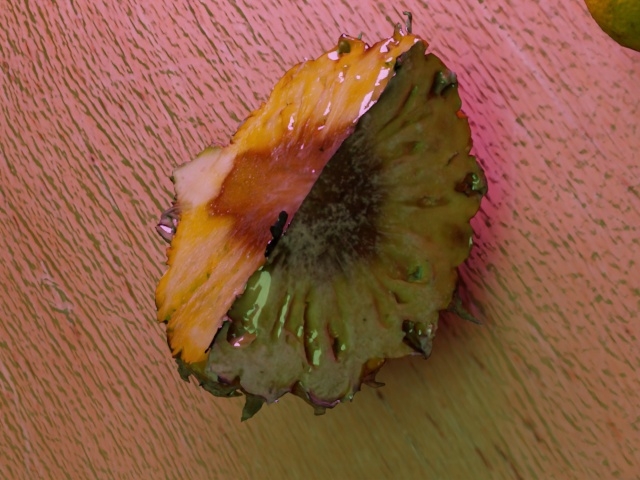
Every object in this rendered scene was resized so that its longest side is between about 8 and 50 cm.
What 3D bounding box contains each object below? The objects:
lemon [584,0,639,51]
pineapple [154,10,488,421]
[{"bbox_3d":[0.253,-0.200,0.944,0.109,0.109,0.133,-33,76,27],"label":"lemon"},{"bbox_3d":[-0.002,-0.001,1.093,0.344,0.209,0.286,-58,26,-11],"label":"pineapple"}]
